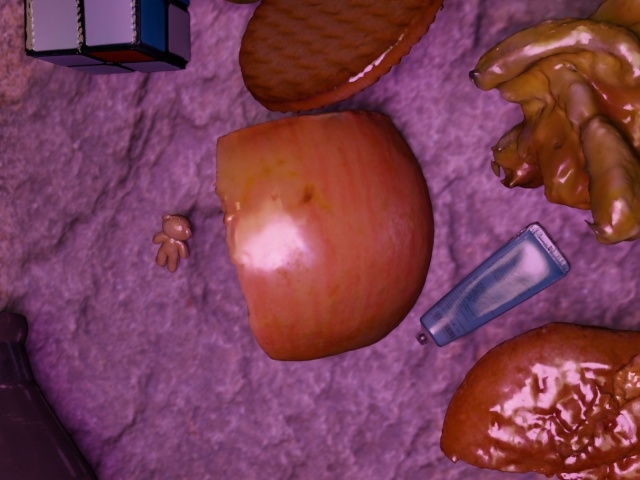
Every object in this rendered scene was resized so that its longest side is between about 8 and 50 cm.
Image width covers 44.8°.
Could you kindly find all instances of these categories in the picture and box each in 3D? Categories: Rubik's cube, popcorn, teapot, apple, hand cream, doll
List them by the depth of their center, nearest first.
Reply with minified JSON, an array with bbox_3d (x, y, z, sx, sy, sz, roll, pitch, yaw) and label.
[{"bbox_3d":[0.332,-0.154,0.860,0.326,0.321,0.290,30,101,-6],"label":"popcorn"},{"bbox_3d":[0.000,0.000,1.036,0.252,0.314,0.308,-22,79,58],"label":"apple"},{"bbox_3d":[0.222,0.070,1.048,0.224,0.048,0.083,-36,83,8],"label":"hand cream"},{"bbox_3d":[-0.301,-0.342,1.112,0.180,0.167,0.183,2,94,16],"label":"Rubik's cube"},{"bbox_3d":[-0.225,0.003,1.164,0.062,0.051,0.093,28,101,7],"label":"doll"},{"bbox_3d":[-0.532,0.312,1.171,0.376,0.306,0.361,-31,73,44],"label":"teapot"}]

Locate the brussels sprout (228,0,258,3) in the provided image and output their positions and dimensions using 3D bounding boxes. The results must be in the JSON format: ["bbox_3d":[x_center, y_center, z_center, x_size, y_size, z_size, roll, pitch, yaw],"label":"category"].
[{"bbox_3d":[-0.137,-0.418,1.034,0.161,0.223,0.223,-35,83,17],"label":"brussels sprout"}]

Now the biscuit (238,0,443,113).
[{"bbox_3d":[0.027,-0.294,0.998,0.318,0.040,0.317,-22,48,26],"label":"biscuit"}]

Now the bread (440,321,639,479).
[{"bbox_3d":[0.325,0.189,0.946,0.340,0.194,0.178,3,87,14],"label":"bread"}]
